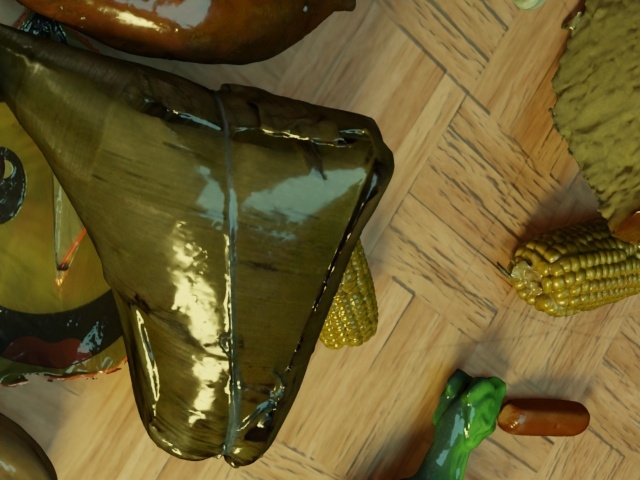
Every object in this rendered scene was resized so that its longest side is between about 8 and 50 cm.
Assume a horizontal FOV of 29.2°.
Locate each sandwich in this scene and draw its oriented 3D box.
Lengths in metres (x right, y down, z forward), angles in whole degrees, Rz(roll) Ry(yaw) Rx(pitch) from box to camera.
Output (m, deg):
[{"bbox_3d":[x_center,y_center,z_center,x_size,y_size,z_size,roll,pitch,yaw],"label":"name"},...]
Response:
[{"bbox_3d":[0.371,-0.159,1.240,0.131,0.325,0.262,27,123,-38],"label":"sandwich"}]

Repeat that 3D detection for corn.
[{"bbox_3d":[0.331,0.020,1.379,0.310,0.101,0.101,-11,110,-33],"label":"corn"},{"bbox_3d":[0.000,0.000,1.145,0.080,0.080,0.238,-32,119,-25],"label":"corn"}]

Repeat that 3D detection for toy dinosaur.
[{"bbox_3d":[0.026,0.312,1.188,0.500,0.144,0.374,7,99,-53],"label":"toy dinosaur"}]

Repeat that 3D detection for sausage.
[{"bbox_3d":[0.255,0.204,1.416,0.131,0.041,0.039,7,121,-37],"label":"sausage"}]

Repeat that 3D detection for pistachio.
[{"bbox_3d":[-0.282,0.189,0.985,0.185,0.126,0.108,58,26,-29],"label":"pistachio"}]

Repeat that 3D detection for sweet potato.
[{"bbox_3d":[-0.107,-0.196,0.989,0.359,0.112,0.112,-5,107,-38],"label":"sweet potato"}]

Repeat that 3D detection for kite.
[{"bbox_3d":[-0.223,-0.033,1.011,0.378,0.013,0.327,-9,109,-34],"label":"kite"}]

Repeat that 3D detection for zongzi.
[{"bbox_3d":[-0.156,0.007,0.990,0.360,0.160,0.323,16,102,-20],"label":"zongzi"}]

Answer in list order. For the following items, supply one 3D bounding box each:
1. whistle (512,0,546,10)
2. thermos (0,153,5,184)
[{"bbox_3d":[0.184,-0.333,1.158,0.163,0.163,0.289,24,51,-38],"label":"whistle"},{"bbox_3d":[-0.338,-0.123,0.811,0.146,0.176,0.265,-21,120,12],"label":"thermos"}]
